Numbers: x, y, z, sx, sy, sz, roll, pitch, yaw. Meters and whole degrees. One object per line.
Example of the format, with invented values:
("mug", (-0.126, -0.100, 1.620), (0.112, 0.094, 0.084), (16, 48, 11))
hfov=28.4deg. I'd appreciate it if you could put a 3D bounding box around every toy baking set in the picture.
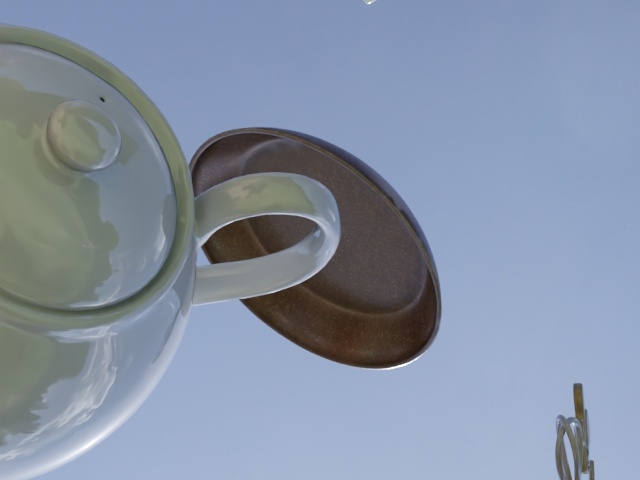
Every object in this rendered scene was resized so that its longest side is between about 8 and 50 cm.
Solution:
("toy baking set", (0.231, 0.239, 1.146), (0.030, 0.256, 0.197), (-6, -83, 14))

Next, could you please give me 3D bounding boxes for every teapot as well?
("teapot", (-0.147, -0.010, 0.604), (0.252, 0.256, 0.187), (50, -47, -8))

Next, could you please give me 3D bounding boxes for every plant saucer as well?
("plant saucer", (0.000, 0.000, 0.832), (0.198, 0.199, 0.036), (34, -126, 11))

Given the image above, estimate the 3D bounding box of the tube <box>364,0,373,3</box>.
("tube", (-0.010, -0.203, 0.560), (0.062, 0.240, 0.070), (-53, -144, -9))
